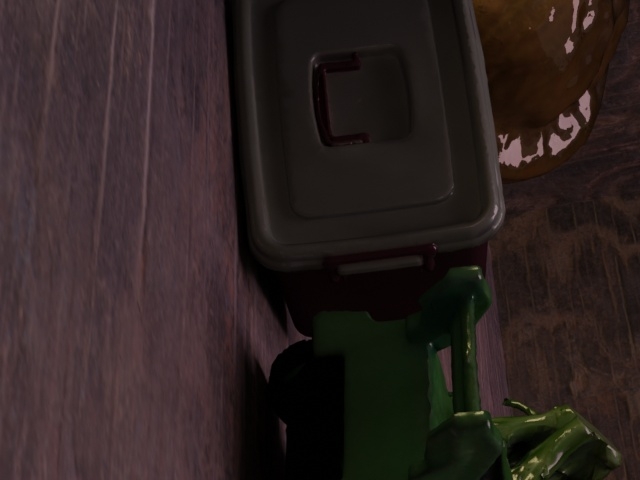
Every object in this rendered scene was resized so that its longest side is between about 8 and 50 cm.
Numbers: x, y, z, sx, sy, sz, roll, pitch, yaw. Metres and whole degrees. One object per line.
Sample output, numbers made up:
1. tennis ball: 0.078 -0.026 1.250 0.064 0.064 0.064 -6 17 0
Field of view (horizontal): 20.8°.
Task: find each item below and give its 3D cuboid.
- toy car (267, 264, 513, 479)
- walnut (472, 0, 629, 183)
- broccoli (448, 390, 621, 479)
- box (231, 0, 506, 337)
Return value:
1. toy car: 0.059 0.197 1.219 0.213 0.176 0.358 -89 167 -47
2. walnut: 0.176 -0.252 1.951 0.383 0.384 0.383 -10 90 -81
3. broccoli: 0.196 0.267 1.847 0.269 0.241 0.261 41 12 -30
4. box: 0.036 -0.070 1.376 0.167 0.193 0.294 82 2 -59
